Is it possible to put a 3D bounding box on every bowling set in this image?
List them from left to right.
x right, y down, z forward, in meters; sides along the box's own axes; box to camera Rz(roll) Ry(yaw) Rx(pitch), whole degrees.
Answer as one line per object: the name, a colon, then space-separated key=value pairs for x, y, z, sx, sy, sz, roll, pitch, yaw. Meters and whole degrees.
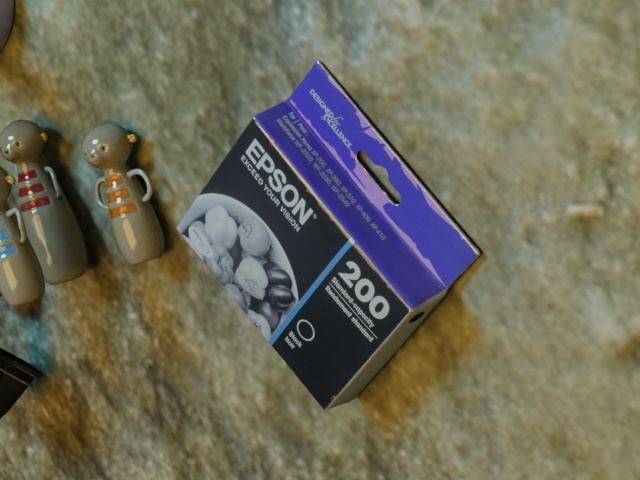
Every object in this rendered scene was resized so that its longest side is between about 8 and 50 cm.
bowling set: x=-0.295 y=-0.017 z=1.627 sx=0.287 sy=0.200 sz=0.154 roll=-14 pitch=97 yaw=40

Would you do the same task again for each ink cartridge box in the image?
ink cartridge box: x=0.000 y=0.000 z=1.470 sx=0.206 sy=0.045 sz=0.208 roll=50 pitch=132 yaw=14

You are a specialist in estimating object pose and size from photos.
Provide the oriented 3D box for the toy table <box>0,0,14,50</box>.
toy table: x=-0.427 y=-0.209 z=1.683 sx=0.274 sy=0.161 sz=0.252 roll=-7 pitch=103 yaw=42

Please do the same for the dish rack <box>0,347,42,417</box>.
dish rack: x=-0.421 y=0.076 z=1.789 sx=0.271 sy=0.208 sz=0.074 roll=27 pitch=82 yaw=41
